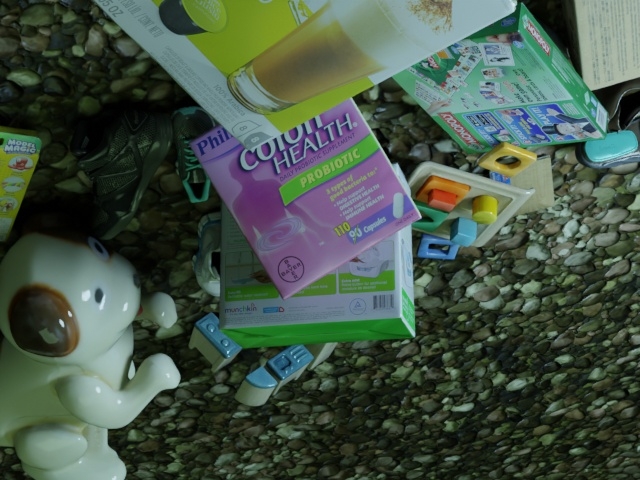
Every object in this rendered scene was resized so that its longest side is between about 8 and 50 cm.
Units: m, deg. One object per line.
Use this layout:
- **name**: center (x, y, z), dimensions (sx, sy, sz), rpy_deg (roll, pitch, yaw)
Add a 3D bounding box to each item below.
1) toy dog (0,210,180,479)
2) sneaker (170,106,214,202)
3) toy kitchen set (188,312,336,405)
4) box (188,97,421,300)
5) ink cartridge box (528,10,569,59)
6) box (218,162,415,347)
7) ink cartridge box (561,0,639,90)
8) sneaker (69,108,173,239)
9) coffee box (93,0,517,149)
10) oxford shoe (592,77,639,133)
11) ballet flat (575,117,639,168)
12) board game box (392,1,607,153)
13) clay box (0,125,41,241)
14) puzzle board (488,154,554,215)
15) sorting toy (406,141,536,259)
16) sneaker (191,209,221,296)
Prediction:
- **toy dog**: center (-0.398, 0.137, 2.102), dimensions (0.395, 0.284, 0.408), rpy_deg (18, 138, -8)
- **sneaker**: center (-0.172, -0.117, 1.953), dimensions (0.065, 0.076, 0.166), rpy_deg (-10, 144, -5)
- **toy kitchen set**: center (-0.086, 0.152, 2.351), dimensions (0.207, 0.166, 0.122), rpy_deg (-32, 161, -41)
- **box**: center (-0.020, -0.083, 1.859), dimensions (0.213, 0.243, 0.117), rpy_deg (-30, -175, 2)
- **ink cartridge box**: center (0.234, -0.276, 1.883), dimensions (0.097, 0.046, 0.207), rpy_deg (-35, 138, 27)
- **box**: center (-0.005, 0.022, 2.000), dimensions (0.262, 0.231, 0.127), rpy_deg (-5, 161, 12)
- **ink cartridge box**: center (0.417, -0.321, 1.841), dimensions (0.193, 0.088, 0.235), rpy_deg (-16, 144, 4)
- **sneaker**: center (-0.301, -0.097, 1.939), dimensions (0.130, 0.087, 0.227), rpy_deg (10, 135, -25)
- **coffee box**: center (-0.045, -0.369, 1.431), dimensions (0.334, 0.338, 0.337), rpy_deg (-26, 142, 17)
- **oxford shoe**: center (0.389, -0.191, 2.002), dimensions (0.227, 0.096, 0.083), rpy_deg (-26, 143, 20)
- **ballet flat**: center (0.475, -0.147, 2.116), dimensions (0.203, 0.074, 0.074), rpy_deg (-12, 144, -11)
- **board game box**: center (0.230, -0.209, 1.882), dimensions (0.213, 0.046, 0.317), rpy_deg (-3, 157, 31)
- **clay box**: center (-0.468, -0.090, 1.923), dimensions (0.127, 0.053, 0.222), rpy_deg (7, 138, -25)
- **puzzle board**: center (0.315, -0.083, 2.194), dimensions (0.096, 0.011, 0.128), rpy_deg (-13, 143, 4)
- **sorting toy**: center (0.202, -0.043, 2.121), dimensions (0.196, 0.047, 0.348), rpy_deg (11, 149, -16)
- **sneaker**: center (-0.159, 0.041, 2.163), dimensions (0.071, 0.083, 0.191), rpy_deg (-8, 145, -8)
